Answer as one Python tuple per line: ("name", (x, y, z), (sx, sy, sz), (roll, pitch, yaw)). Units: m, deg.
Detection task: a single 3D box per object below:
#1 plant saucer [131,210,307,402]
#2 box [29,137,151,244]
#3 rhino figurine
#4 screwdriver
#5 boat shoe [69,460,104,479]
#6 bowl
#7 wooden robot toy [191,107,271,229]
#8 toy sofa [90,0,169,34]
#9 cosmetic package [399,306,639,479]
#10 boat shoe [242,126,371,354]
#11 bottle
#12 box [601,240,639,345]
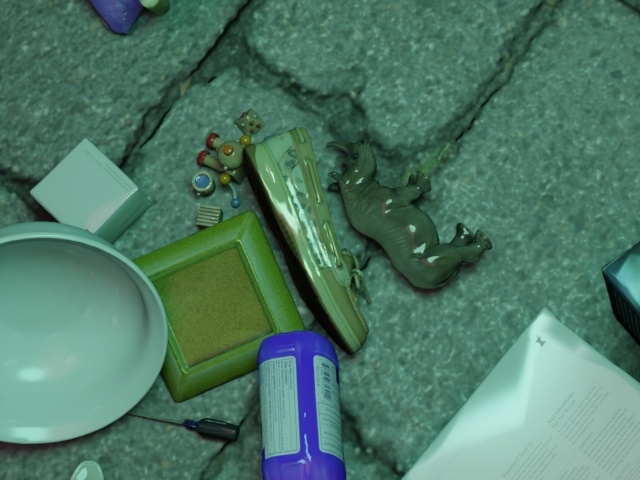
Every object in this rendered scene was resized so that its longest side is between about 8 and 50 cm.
("plant saucer", (-0.132, 0.081, 1.399), (0.188, 0.045, 0.188), (-23, 89, -1))
("box", (-0.288, -0.053, 1.433), (0.101, 0.087, 0.102), (43, 85, 11))
("rhino figurine", (0.091, -0.040, 1.412), (0.106, 0.073, 0.243), (-43, 77, -8))
("screwdriver", (-0.181, 0.221, 1.408), (0.170, 0.024, 0.025), (13, 50, 13))
("boat shoe", (-0.290, 0.331, 1.381), (0.046, 0.038, 0.125), (5, 79, -14))
("bowl", (-0.335, 0.088, 1.353), (0.298, 0.298, 0.134), (-21, 34, 0))
("wooden robot toy", (-0.123, -0.100, 1.435), (0.076, 0.079, 0.173), (25, 81, 8))
("toy sofa", (-0.308, -0.441, 1.427), (0.177, 0.150, 0.362), (-40, 98, 1))
("cosmetic package", (0.249, 0.312, 1.316), (0.284, 0.097, 0.377), (40, 84, 9))
("boat shoe", (0.000, 0.000, 1.384), (0.089, 0.104, 0.285), (-25, 92, -13))
("bottle", (-0.020, 0.251, 1.311), (0.092, 0.118, 0.283), (-10, 65, 12))
("box", (0.547, 0.113, 1.224), (0.293, 0.212, 0.395), (-39, 66, 4))
